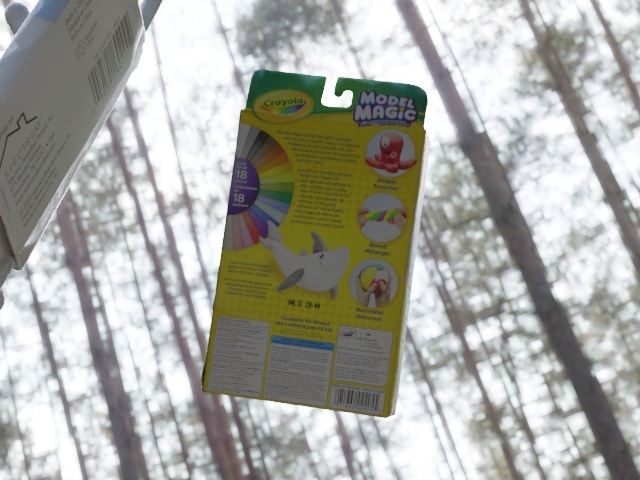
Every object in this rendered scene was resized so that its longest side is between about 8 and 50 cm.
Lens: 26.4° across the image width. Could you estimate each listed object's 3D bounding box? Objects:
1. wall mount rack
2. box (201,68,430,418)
[{"bbox_3d":[-0.201,-0.126,0.748,0.130,0.350,0.304,15,-32,13],"label":"wall mount rack"},{"bbox_3d":[0.000,0.000,0.741,0.105,0.179,0.043,8,-3,9],"label":"box"}]
